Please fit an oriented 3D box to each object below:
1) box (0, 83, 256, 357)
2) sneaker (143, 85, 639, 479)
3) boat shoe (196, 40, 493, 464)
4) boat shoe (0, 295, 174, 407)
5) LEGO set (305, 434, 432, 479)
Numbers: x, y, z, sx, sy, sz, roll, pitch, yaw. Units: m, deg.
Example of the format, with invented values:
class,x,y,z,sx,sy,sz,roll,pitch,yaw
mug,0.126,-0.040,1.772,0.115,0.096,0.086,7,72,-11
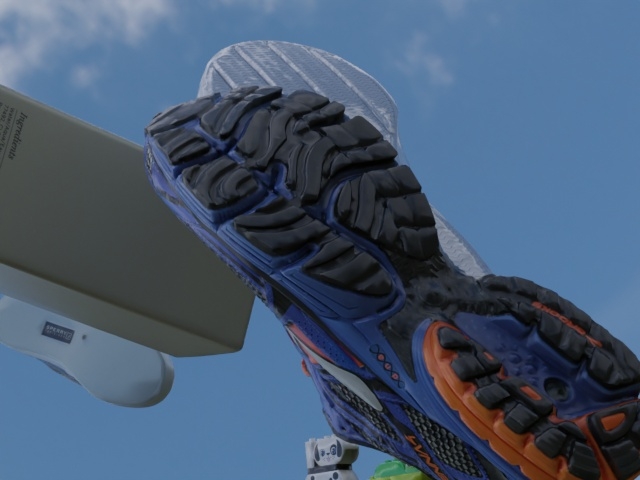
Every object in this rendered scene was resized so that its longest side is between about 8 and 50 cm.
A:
class,x,y,z,sx,sy,sz,roll,pitch,yaw
box,-0.171,-0.017,1.090,0.275,0.094,0.113,25,-110,-30
sneaker,0.014,0.029,0.613,0.083,0.221,0.087,-32,-22,-41
boat shoe,0.000,0.000,0.974,0.121,0.335,0.119,-4,-54,-16
boat shoe,-0.167,0.087,1.320,0.083,0.183,0.065,30,-97,-54
LEGO set,0.087,0.160,1.412,0.087,0.093,0.227,7,-17,-43
